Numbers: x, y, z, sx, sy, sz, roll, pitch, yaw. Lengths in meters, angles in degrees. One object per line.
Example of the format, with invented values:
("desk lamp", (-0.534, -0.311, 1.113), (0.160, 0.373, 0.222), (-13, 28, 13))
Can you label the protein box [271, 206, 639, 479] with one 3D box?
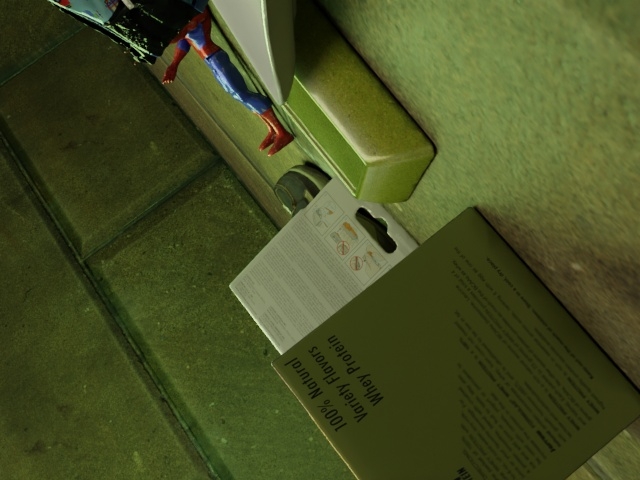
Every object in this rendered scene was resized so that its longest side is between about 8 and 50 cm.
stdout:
("protein box", (0.104, 0.122, 0.562), (0.200, 0.201, 0.136), (51, 174, 13))

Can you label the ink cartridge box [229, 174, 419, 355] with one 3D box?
("ink cartridge box", (0.017, 0.049, 0.839), (0.181, 0.225, 0.056), (50, -165, 20))

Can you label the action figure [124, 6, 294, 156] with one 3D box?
("action figure", (-0.170, -0.226, 0.957), (0.280, 0.139, 0.091), (57, 171, -23))

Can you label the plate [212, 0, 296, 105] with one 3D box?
("plate", (-0.085, -0.251, 0.438), (0.277, 0.045, 0.278), (59, 175, 6))

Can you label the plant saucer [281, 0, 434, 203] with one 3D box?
("plant saucer", (0.014, -0.114, 0.616), (0.188, 0.045, 0.188), (52, 174, 7))

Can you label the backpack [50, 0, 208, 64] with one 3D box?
("backpack", (-0.196, -0.266, 0.600), (0.173, 0.117, 0.158), (15, -132, -54))

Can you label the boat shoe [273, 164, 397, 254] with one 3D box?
("boat shoe", (0.000, 0.000, 0.978), (0.132, 0.130, 0.355), (57, 173, -36))
